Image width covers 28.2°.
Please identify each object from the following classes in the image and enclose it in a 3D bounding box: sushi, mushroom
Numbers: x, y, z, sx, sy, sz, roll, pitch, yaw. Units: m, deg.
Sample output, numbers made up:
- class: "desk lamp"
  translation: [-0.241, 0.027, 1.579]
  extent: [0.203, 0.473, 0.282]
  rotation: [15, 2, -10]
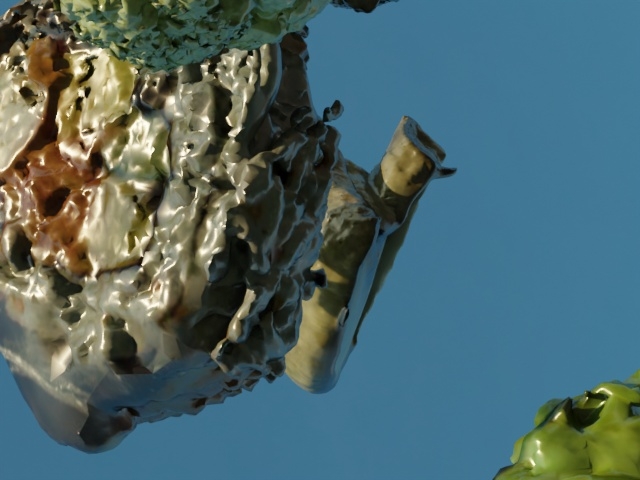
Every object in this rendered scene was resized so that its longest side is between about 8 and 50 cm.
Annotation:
- class: "sushi"
  translation: [-0.147, -0.048, 1.023]
  extent: [0.176, 0.417, 0.417]
  rotation: [4, -99, -52]
- class: "mushroom"
  translation: [-0.006, 0.007, 1.321]
  extent: [0.212, 0.292, 0.217]
  rotation: [39, -151, 6]

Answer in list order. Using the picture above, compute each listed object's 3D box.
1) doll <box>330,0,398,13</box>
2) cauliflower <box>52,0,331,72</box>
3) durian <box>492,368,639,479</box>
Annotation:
- class: "doll"
  translation: [0.049, -0.370, 1.074]
  extent: [0.247, 0.247, 0.349]
  rotation: [-2, -76, -21]
- class: "cauliflower"
  translation: [-0.082, -0.232, 0.590]
  extent: [0.250, 0.275, 0.272]
  rotation: [-3, -63, 9]
- class: "durian"
  translation: [0.085, 0.225, 0.420]
  extent: [0.256, 0.340, 0.204]
  rotation: [-25, -53, 0]
